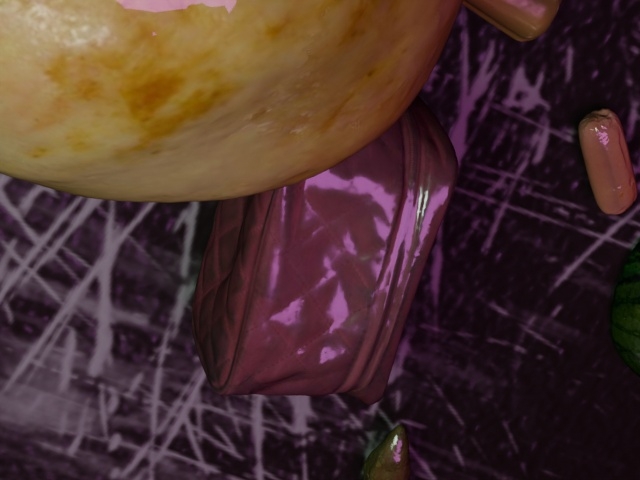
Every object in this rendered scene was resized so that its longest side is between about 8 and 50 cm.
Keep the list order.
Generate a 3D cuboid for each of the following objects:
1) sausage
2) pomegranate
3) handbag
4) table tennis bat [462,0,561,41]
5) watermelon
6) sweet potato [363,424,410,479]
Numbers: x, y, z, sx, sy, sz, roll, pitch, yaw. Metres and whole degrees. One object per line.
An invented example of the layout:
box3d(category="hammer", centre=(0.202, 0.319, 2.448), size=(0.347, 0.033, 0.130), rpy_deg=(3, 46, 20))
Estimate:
box3d(category="sausage", centre=(0.211, -0.058, 1.407), size=(0.034, 0.034, 0.083), rpy_deg=(-24, 123, -6))
box3d(category="pomegranate", centre=(-0.122, -0.200, 0.993), size=(0.411, 0.411, 0.411), rpy_deg=(-9, 121, -15))
box3d(category="handbag", centre=(0.000, 0.000, 1.296), size=(0.135, 0.146, 0.225), rpy_deg=(7, 114, -20))
box3d(category="table tennis bat", centre=(0.027, -0.213, 1.244), size=(0.321, 0.050, 0.198), rpy_deg=(24, 109, -26))
box3d(category="watermelon", centre=(0.268, 0.060, 1.497), size=(0.092, 0.075, 0.181), rpy_deg=(-52, 139, -42))
box3d(category="sweet potato", centre=(0.045, 0.202, 1.493), size=(0.041, 0.038, 0.153), rpy_deg=(18, 121, -4))
